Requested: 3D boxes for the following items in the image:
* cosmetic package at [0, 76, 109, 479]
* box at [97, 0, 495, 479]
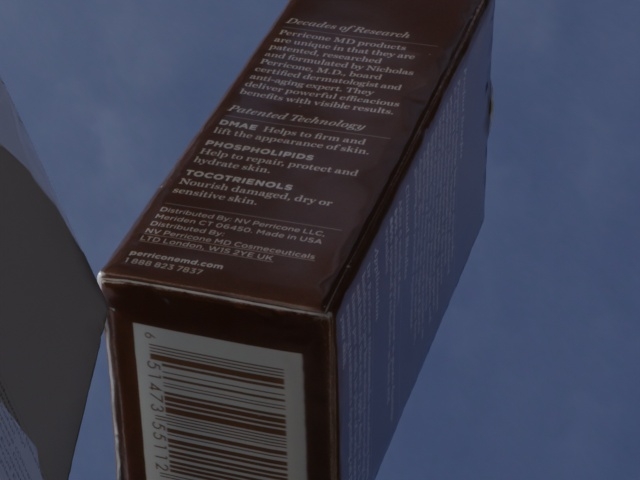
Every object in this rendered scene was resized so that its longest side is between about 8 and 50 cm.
[{"bbox_3d":[-0.201,0.050,0.674,0.197,0.365,0.155,-24,-76,6],"label":"cosmetic package"},{"bbox_3d":[0.000,0.000,1.166,0.143,0.381,0.191,10,-55,16],"label":"box"}]
